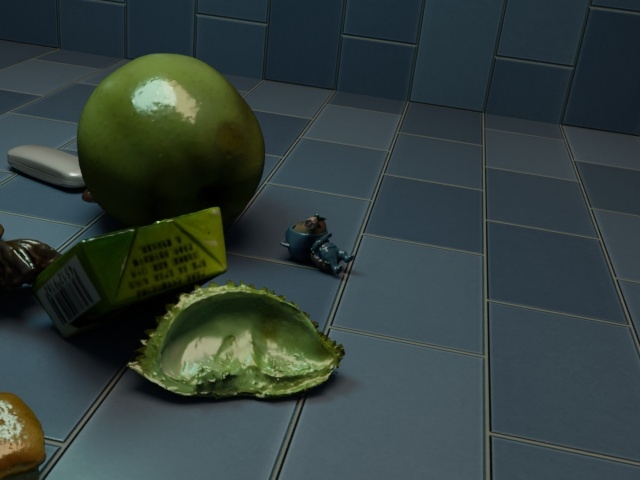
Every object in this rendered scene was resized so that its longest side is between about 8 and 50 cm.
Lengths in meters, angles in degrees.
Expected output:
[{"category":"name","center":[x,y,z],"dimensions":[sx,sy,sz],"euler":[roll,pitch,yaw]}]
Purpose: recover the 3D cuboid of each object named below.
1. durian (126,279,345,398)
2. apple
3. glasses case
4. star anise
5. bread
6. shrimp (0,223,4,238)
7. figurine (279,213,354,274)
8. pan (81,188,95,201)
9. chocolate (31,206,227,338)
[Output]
[{"category":"durian","center":[-0.143,0.184,1.400],"dimensions":[0.394,0.163,0.198],"euler":[8,27,-11]},{"category":"apple","center":[-0.364,-0.225,1.890],"dimensions":[0.473,0.474,0.474],"euler":[5,25,-3]},{"category":"glasses case","center":[-0.762,-0.213,2.175],"dimensions":[0.296,0.075,0.113],"euler":[20,27,25]},{"category":"star anise","center":[-0.667,0.052,1.533],"dimensions":[0.315,0.108,0.315],"euler":[-3,7,0]},{"category":"bread","center":[-0.516,0.310,1.071],"dimensions":[0.245,0.121,0.174],"euler":[-9,28,-35]},{"category":"shrimp","center":[-0.879,-0.007,1.734],"dimensions":[0.290,0.054,0.222],"euler":[4,26,-4]},{"category":"figurine","center":[-0.002,-0.001,1.848],"dimensions":[0.178,0.145,0.114],"euler":[33,38,24]},{"category":"pan","center":[-0.596,-0.131,2.102],"dimensions":[0.115,0.024,0.068],"euler":[-10,29,-31]},{"category":"chocolate","center":[-0.356,0.064,1.464],"dimensions":[0.288,0.137,0.300],"euler":[-17,-6,-40]}]
